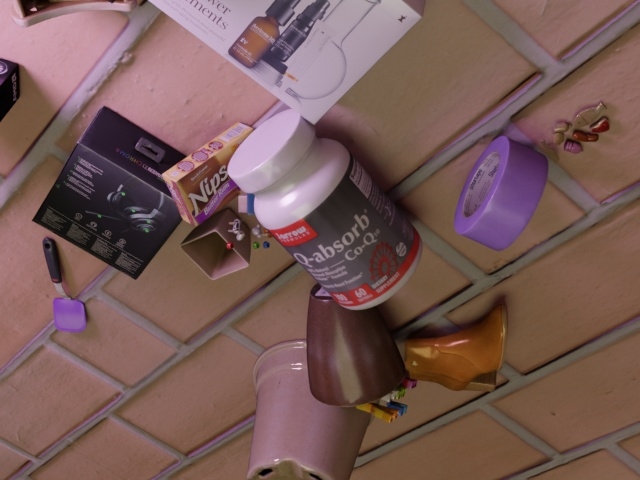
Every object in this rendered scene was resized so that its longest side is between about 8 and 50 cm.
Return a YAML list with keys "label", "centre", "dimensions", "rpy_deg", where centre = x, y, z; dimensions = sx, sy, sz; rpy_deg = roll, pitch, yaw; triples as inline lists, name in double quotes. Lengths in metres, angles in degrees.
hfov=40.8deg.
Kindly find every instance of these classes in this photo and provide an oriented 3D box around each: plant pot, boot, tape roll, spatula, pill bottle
- label: "plant pot"
  centre: [-0.206, 0.000, 1.777]
  dimensions: [0.109, 0.096, 0.109]
  rpy_deg: [-22, 123, 33]
- label: "boot"
  centre: [0.289, 0.233, 1.865]
  dimensions: [0.211, 0.104, 0.295]
  rpy_deg: [8, 138, 7]
- label: "tape roll"
  centre: [0.314, -0.082, 1.505]
  dimensions: [0.080, 0.189, 0.189]
  rpy_deg: [24, 133, -7]
- label: "spatula"
  centre: [-0.613, 0.108, 2.030]
  dimensions: [0.084, 0.030, 0.296]
  rpy_deg: [6, 133, 7]
- label: "plant pot"
  centre: [0.054, 0.200, 1.844]
  dimensions: [0.215, 0.215, 0.230]
  rpy_deg: [-6, 115, 19]
- label: "pill bottle"
  centre: [0.009, -0.056, 1.593]
  dimensions: [0.210, 0.210, 0.363]
  rpy_deg: [-25, 122, 32]
- label: "plant pot"
  centre: [-0.033, 0.456, 2.015]
  dimensions: [0.334, 0.305, 0.334]
  rpy_deg: [8, 134, 8]

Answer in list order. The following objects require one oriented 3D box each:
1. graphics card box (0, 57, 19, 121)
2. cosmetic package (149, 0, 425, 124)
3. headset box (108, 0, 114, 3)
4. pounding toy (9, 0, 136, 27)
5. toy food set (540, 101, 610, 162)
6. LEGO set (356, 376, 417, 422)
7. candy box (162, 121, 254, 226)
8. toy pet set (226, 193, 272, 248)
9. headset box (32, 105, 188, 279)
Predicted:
- label: "graphics card box"
  centre: [-0.719, -0.215, 1.521]
  dimensions: [0.233, 0.371, 0.094]
  rpy_deg: [17, 134, 0]
- label: "cosmetic package"
  centre: [-0.064, -0.399, 1.375]
  dimensions: [0.377, 0.097, 0.284]
  rpy_deg: [35, 128, -18]
- label: "headset box"
  centre: [-0.361, -0.521, 1.249]
  dimensions: [0.293, 0.218, 0.110]
  rpy_deg: [36, 130, -20]
- label: "pounding toy"
  centre: [-0.436, -0.445, 1.383]
  dimensions: [0.269, 0.154, 0.155]
  rpy_deg: [3, 133, 11]
- label: "toy food set"
  centre: [0.448, -0.187, 1.493]
  dimensions: [0.122, 0.019, 0.078]
  rpy_deg: [-28, 121, 25]
- label: "LEGO set"
  centre: [0.139, 0.356, 1.948]
  dimensions: [0.093, 0.227, 0.087]
  rpy_deg: [14, 93, 20]
- label: "candy box"
  centre: [-0.193, -0.125, 1.605]
  dimensions: [0.053, 0.187, 0.109]
  rpy_deg: [27, 147, 42]
- label: "toy pet set"
  centre: [-0.122, -0.037, 1.721]
  dimensions: [0.065, 0.122, 0.114]
  rpy_deg: [3, 94, 38]
- label: "headset box"
  centre: [-0.397, -0.095, 1.716]
  dimensions: [0.246, 0.131, 0.283]
  rpy_deg: [31, 132, -14]
